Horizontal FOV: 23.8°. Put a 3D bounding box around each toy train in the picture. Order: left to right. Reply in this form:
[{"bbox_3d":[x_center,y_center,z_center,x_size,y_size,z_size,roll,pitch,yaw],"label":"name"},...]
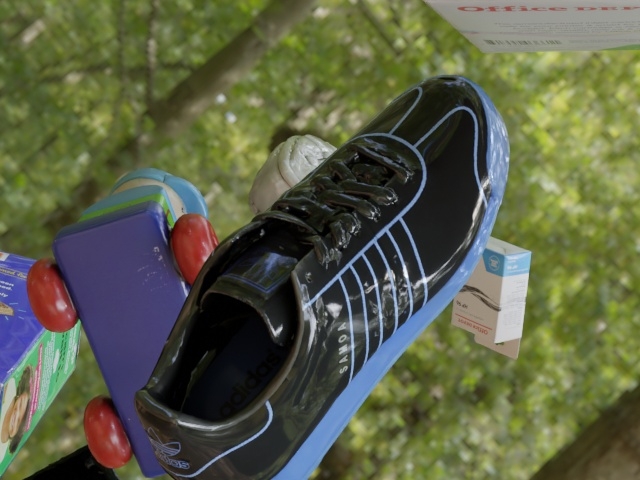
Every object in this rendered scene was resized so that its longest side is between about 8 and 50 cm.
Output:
[{"bbox_3d":[-0.077,0.082,0.899,0.143,0.105,0.248,-87,159,-71],"label":"toy train"}]

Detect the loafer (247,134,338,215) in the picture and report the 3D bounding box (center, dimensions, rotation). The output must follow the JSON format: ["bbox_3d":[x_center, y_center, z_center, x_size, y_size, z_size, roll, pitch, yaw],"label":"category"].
[{"bbox_3d":[0.000,0.000,1.076,0.112,0.111,0.319,48,5,11],"label":"loafer"}]

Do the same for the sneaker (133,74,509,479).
[{"bbox_3d":[0.005,0.009,0.667,0.081,0.232,0.090,23,-18,30],"label":"sneaker"}]

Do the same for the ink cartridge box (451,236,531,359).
[{"bbox_3d":[0.123,0.043,1.102,0.048,0.028,0.083,23,-66,49],"label":"ink cartridge box"}]

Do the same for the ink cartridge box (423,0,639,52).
[{"bbox_3d":[0.151,-0.163,0.867,0.154,0.093,0.212,2,2,15],"label":"ink cartridge box"}]

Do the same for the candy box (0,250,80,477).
[{"bbox_3d":[-0.383,0.095,1.408,0.268,0.122,0.317,14,18,1],"label":"candy box"}]

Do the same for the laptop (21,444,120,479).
[{"bbox_3d":[-0.296,0.389,1.625,0.234,0.264,0.136,58,-12,16],"label":"laptop"}]
